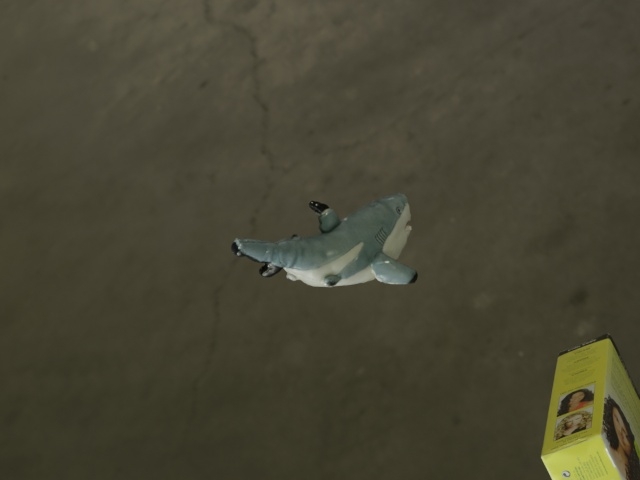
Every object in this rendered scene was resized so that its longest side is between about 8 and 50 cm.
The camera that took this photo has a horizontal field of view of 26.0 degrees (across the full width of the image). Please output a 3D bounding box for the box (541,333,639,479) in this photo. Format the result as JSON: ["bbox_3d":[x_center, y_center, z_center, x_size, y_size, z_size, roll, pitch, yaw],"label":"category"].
[{"bbox_3d":[0.245,0.167,1.230,0.058,0.087,0.232,-24,11,18],"label":"box"}]

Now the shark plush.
[{"bbox_3d":[0.000,0.000,1.061,0.073,0.161,0.067,-168,77,-66],"label":"shark plush"}]
